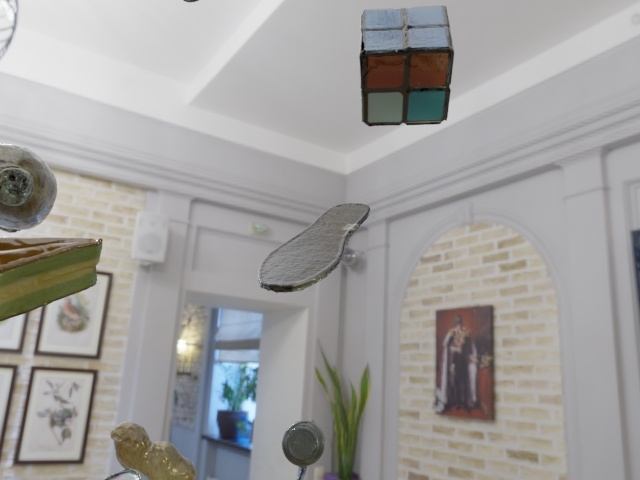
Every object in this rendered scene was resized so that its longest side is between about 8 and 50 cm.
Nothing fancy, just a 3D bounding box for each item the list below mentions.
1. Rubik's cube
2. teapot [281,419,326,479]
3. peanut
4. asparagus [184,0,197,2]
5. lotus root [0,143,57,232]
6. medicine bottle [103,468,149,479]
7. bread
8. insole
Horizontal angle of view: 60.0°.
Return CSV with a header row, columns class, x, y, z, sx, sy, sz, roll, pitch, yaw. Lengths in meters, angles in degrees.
class,x,y,z,sx,sy,sz,roll,pitch,yaw
Rubik's cube,0.170,-0.354,1.132,0.183,0.167,0.180,-1,-40,8
teapot,-0.015,0.243,0.646,0.049,0.064,0.083,-20,-18,-2
peanut,-0.393,0.507,1.290,0.227,0.104,0.086,35,8,-8
asparagus,-0.232,-0.510,1.062,0.080,0.287,0.080,-5,-58,-7
lotus root,-0.610,-0.107,1.084,0.174,0.175,0.349,10,-10,-26
medicine bottle,-0.285,0.559,0.894,0.245,0.245,0.290,-15,-60,50
bread,-0.334,0.028,0.635,0.084,0.074,0.139,24,25,22
insole,0.000,0.000,0.765,0.110,0.012,0.309,1,22,25
